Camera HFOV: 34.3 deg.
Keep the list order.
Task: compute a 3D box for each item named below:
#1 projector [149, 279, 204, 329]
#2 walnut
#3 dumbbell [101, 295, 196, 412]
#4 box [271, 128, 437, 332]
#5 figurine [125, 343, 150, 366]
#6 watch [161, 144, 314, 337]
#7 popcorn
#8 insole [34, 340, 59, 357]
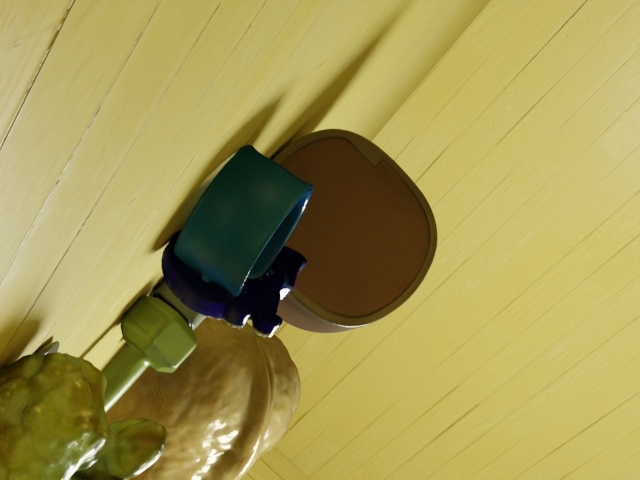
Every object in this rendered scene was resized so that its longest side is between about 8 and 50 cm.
[{"bbox_3d":[-0.205,0.089,1.576,0.082,0.083,0.083,-47,179,-32],"label":"projector"},{"bbox_3d":[-0.226,0.303,1.938,0.381,0.381,0.381,-48,179,-1],"label":"walnut"},{"bbox_3d":[-0.307,0.214,1.466,0.302,0.121,0.108,-48,151,-19],"label":"dumbbell"},{"bbox_3d":[0.000,0.000,1.608,0.301,0.301,0.216,-47,-173,-24],"label":"box"},{"bbox_3d":[-0.261,0.143,1.695,0.086,0.087,0.149,6,138,-39],"label":"figurine"},{"bbox_3d":[-0.088,-0.010,1.263,0.200,0.171,0.196,-62,-177,34],"label":"watch"},{"bbox_3d":[-0.261,0.205,1.014,0.198,0.212,0.198,-50,-149,45],"label":"popcorn"},{"bbox_3d":[-0.325,0.153,1.187,0.063,0.010,0.192,-48,178,-28],"label":"insole"}]
